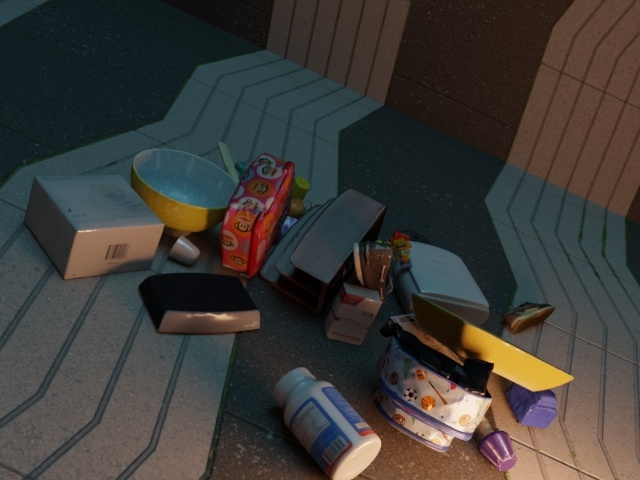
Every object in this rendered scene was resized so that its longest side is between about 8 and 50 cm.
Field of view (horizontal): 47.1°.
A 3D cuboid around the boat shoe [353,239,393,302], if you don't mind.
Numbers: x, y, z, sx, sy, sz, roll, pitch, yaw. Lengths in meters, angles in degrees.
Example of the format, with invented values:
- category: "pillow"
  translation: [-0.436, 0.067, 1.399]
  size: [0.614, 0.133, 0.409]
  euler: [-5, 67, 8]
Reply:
- category: "boat shoe"
  translation: [0.151, 0.094, 1.882]
  size: [0.096, 0.335, 0.112]
  euler: [-4, 66, 10]

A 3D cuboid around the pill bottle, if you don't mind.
- category: "pill bottle"
  translation: [0.006, 0.358, 1.454]
  size: [0.124, 0.124, 0.221]
  euler: [-5, 40, -45]

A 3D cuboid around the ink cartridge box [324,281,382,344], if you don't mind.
- category: "ink cartridge box"
  translation: [0.078, 0.181, 1.815]
  size: [0.099, 0.135, 0.056]
  euler: [16, 25, -17]

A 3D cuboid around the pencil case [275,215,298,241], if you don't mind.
- category: "pencil case"
  translation: [-0.078, -0.020, 2.107]
  size: [0.206, 0.088, 0.086]
  euler: [20, 64, -10]

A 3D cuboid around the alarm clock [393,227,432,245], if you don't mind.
- category: "alarm clock"
  translation: [0.317, 0.027, 2.369]
  size: [0.192, 0.064, 0.129]
  euler: [29, 27, 1]

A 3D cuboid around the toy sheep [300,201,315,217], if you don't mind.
- category: "toy sheep"
  translation: [-0.005, -0.065, 2.237]
  size: [0.132, 0.091, 0.091]
  euler: [12, 29, -33]

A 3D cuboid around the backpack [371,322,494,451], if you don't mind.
- category: "backpack"
  translation: [0.235, 0.321, 1.572]
  size: [0.277, 0.213, 0.263]
  euler: [23, -3, 1]

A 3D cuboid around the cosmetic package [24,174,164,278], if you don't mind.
- category: "cosmetic package"
  translation: [-0.527, -0.041, 1.709]
  size: [0.224, 0.138, 0.225]
  euler: [-7, 40, -46]

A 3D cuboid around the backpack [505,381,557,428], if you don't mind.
- category: "backpack"
  translation: [0.533, 0.398, 1.845]
  size: [0.098, 0.101, 0.120]
  euler: [21, 23, -23]

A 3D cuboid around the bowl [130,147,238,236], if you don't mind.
- category: "bowl"
  translation: [-0.370, -0.103, 1.925]
  size: [0.290, 0.156, 0.289]
  euler: [19, 28, -11]

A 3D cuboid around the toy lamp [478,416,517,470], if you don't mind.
- category: "toy lamp"
  translation: [0.366, 0.414, 1.706]
  size: [0.080, 0.080, 0.274]
  euler: [10, 28, -27]

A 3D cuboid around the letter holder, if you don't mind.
- category: "letter holder"
  translation: [0.000, 0.000, 1.920]
  size: [0.214, 0.152, 0.302]
  euler: [30, 56, 13]

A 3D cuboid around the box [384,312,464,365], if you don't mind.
- category: "box"
  translation: [0.274, 0.273, 1.919]
  size: [0.114, 0.036, 0.207]
  euler: [-2, 37, -42]

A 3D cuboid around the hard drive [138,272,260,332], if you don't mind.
- category: "hard drive"
  translation: [-0.272, 0.139, 1.687]
  size: [0.255, 0.054, 0.172]
  euler: [3, 34, -36]

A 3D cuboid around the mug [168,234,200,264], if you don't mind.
- category: "mug"
  translation: [-0.334, 0.025, 1.837]
  size: [0.064, 0.062, 0.078]
  euler: [32, 34, -3]

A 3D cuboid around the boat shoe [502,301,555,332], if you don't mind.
- category: "boat shoe"
  translation: [0.644, 0.223, 2.267]
  size: [0.224, 0.080, 0.073]
  euler: [-12, 49, -43]

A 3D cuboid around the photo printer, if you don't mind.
- category: "photo printer"
  translation: [0.332, 0.116, 2.168]
  size: [0.256, 0.107, 0.307]
  euler: [14, 29, -21]

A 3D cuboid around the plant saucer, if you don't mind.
- category: "plant saucer"
  translation: [0.403, 0.263, 1.832]
  size: [0.333, 0.081, 0.333]
  euler: [28, 0, -17]

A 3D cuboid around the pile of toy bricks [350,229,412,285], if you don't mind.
- category: "pile of toy bricks"
  translation: [0.158, 0.041, 2.067]
  size: [0.212, 0.105, 0.118]
  euler: [-18, 33, 0]

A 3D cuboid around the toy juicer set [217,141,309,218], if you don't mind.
- category: "toy juicer set"
  translation: [-0.189, -0.157, 2.259]
  size: [0.329, 0.089, 0.209]
  euler: [24, 39, -21]

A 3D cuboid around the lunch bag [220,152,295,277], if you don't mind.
- category: "lunch bag"
  translation: [-0.165, -0.055, 1.914]
  size: [0.120, 0.258, 0.293]
  euler: [19, 48, 6]
